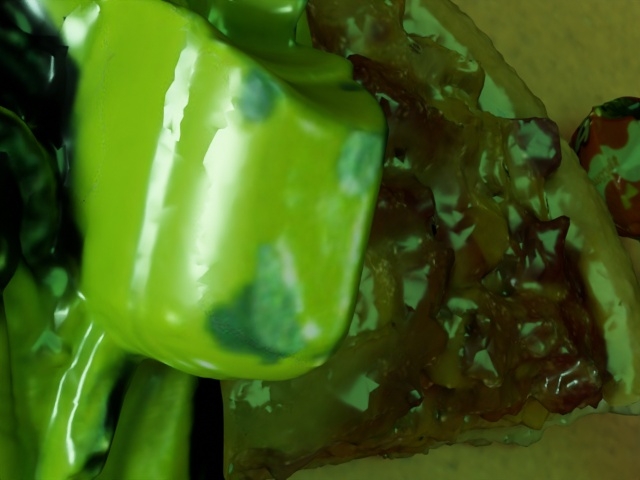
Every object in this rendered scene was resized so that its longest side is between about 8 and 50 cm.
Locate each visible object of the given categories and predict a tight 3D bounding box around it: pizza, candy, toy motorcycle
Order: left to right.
[{"bbox_3d":[-0.051,0.087,0.440,0.206,0.142,0.342,-23,123,-48],"label":"toy motorcycle"},{"bbox_3d":[0.000,0.000,0.584,0.289,0.081,0.228,48,60,-15],"label":"pizza"},{"bbox_3d":[0.143,0.030,0.692,0.055,0.049,0.184,-32,105,-44],"label":"candy"}]
